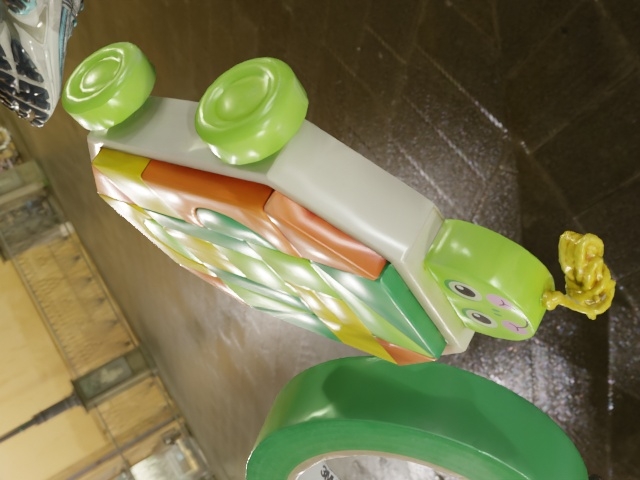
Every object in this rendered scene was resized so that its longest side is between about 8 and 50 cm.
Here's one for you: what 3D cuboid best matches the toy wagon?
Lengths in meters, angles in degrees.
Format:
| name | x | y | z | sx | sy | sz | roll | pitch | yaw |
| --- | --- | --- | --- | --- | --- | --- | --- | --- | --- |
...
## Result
| name | x | y | z | sx | sy | sz | roll | pitch | yaw |
| --- | --- | --- | --- | --- | --- | --- | --- | --- | --- |
| toy wagon | 0.000 | 0.000 | 0.441 | 0.344 | 0.068 | 0.267 | 17 | 158 | 37 |

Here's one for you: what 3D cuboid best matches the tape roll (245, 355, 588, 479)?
| name | x | y | z | sx | sy | sz | roll | pitch | yaw |
| --- | --- | --- | --- | --- | --- | --- | --- | --- | --- |
| tape roll | 0.090 | 0.246 | 0.681 | 0.321 | 0.077 | 0.321 | 12 | 132 | 14 |

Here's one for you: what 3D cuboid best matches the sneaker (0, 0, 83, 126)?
| name | x | y | z | sx | sy | sz | roll | pitch | yaw |
| --- | --- | --- | --- | --- | --- | --- | --- | --- | --- |
| sneaker | -0.245 | -0.209 | 0.622 | 0.110 | 0.122 | 0.283 | 38 | 147 | -3 |

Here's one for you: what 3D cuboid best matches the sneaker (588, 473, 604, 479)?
| name | x | y | z | sx | sy | sz | roll | pitch | yaw |
| --- | --- | --- | --- | --- | --- | --- | --- | --- | --- |
| sneaker | 0.264 | 0.349 | 0.890 | 0.281 | 0.162 | 0.106 | 7 | 114 | 40 |
